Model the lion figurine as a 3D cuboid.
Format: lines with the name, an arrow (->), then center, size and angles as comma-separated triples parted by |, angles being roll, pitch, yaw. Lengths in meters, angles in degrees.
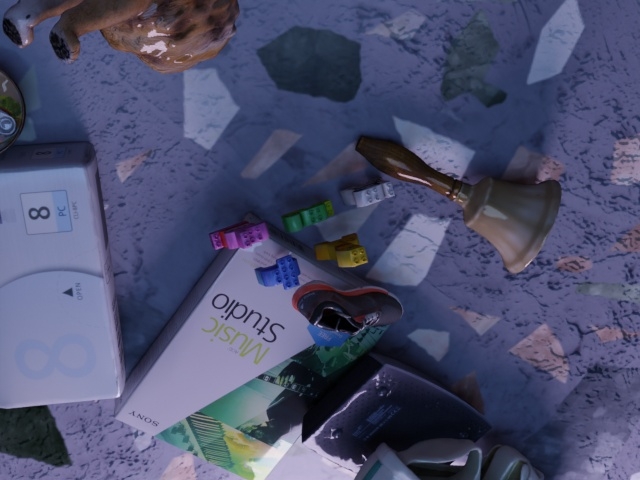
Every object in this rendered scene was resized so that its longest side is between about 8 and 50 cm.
lion figurine -> -0.208, -0.316, 0.835 | 0.240, 0.142, 0.392 | -42, 133, -34

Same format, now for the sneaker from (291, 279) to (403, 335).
sneaker -> 0.039, 0.094, 1.092 | 0.158, 0.065, 0.061 | 8, 124, -33

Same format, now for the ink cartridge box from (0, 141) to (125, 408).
ink cartridge box -> -0.438, 0.055, 1.056 | 0.385, 0.091, 0.308 | -6, 117, -8

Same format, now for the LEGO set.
LEGO set -> 0.000, 0.000, 1.054 | 0.227, 0.093, 0.087 | -20, 103, -19

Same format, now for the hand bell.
hand bell -> 0.154, -0.065, 1.101 | 0.242, 0.126, 0.126 | 24, 110, -7

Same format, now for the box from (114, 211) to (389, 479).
box -> -0.085, 0.150, 1.178 | 0.232, 0.058, 0.322 | 31, 108, -21

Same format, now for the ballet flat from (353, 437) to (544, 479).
ballet flat -> 0.215, 0.339, 1.244 | 0.400, 0.139, 0.139 | 13, 114, -34

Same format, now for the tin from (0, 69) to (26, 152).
tin -> -0.409, -0.157, 0.967 | 0.190, 0.040, 0.106 | 24, 97, -13

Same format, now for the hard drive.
hard drive -> 0.103, 0.247, 1.229 | 0.172, 0.054, 0.255 | -46, 130, 13
